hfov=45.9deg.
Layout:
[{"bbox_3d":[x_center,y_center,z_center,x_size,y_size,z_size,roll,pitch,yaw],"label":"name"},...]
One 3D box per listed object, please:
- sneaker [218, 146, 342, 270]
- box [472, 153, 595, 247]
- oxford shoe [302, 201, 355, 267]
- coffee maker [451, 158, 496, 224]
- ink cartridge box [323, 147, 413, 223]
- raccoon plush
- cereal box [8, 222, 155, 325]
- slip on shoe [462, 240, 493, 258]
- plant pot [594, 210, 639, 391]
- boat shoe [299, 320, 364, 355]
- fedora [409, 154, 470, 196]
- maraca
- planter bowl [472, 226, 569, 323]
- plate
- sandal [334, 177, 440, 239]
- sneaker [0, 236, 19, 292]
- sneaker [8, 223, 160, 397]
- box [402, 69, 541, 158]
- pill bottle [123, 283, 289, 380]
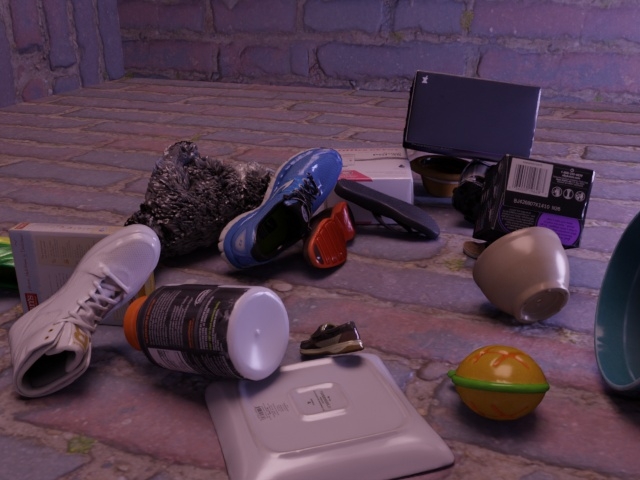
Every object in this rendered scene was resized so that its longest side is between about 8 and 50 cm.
[{"bbox_3d":[-0.051,-0.061,1.518,0.147,0.130,0.330,4,49,53],"label":"sneaker"},{"bbox_3d":[0.400,-0.064,1.456,0.165,0.143,0.270,12,-3,4],"label":"box"},{"bbox_3d":[0.000,0.000,1.579,0.098,0.097,0.271,-17,12,20],"label":"oxford shoe"},{"bbox_3d":[0.400,-0.108,1.766,0.171,0.120,0.178,5,23,14],"label":"coffee maker"},{"bbox_3d":[0.118,-0.140,1.864,0.207,0.117,0.283,-1,22,3],"label":"ink cartridge box"},{"bbox_3d":[-0.220,-0.012,1.577,0.299,0.216,0.446,14,52,3],"label":"raccoon plush"},{"bbox_3d":[-0.407,0.058,1.305,0.240,0.173,0.047,4,22,10],"label":"cereal box"},{"bbox_3d":[0.341,0.020,1.543,0.051,0.041,0.135,-10,23,-22],"label":"slip on shoe"},{"bbox_3d":[0.558,0.105,1.042,0.255,0.272,0.272,15,22,0],"label":"plant pot"},{"bbox_3d":[0.016,0.149,1.146,0.056,0.049,0.152,1,-10,-33],"label":"boat shoe"},{"bbox_3d":[0.320,-0.162,1.964,0.194,0.079,0.194,3,25,-1],"label":"fedora"},{"bbox_3d":[0.240,0.192,1.036,0.127,0.099,0.186,7,-4,-2],"label":"maraca"},{"bbox_3d":[0.355,0.071,1.284,0.162,0.162,0.109,-7,48,-15],"label":"planter bowl"},{"bbox_3d":[-0.002,0.230,1.015,0.278,0.045,0.277,-8,23,-15],"label":"plate"},{"bbox_3d":[0.148,-0.064,1.690,0.254,0.054,0.097,26,23,8],"label":"sandal"},{"bbox_3d":[-0.530,0.055,1.454,0.295,0.109,0.123,-5,47,-19],"label":"sneaker"},{"bbox_3d":[-0.344,0.113,1.136,0.292,0.108,0.169,-43,32,1],"label":"sneaker"},{"bbox_3d":[0.360,-0.298,1.878,0.296,0.183,0.294,9,4,5],"label":"box"},{"bbox_3d":[-0.176,0.127,1.097,0.245,0.130,0.130,0,18,37],"label":"pill bottle"}]
